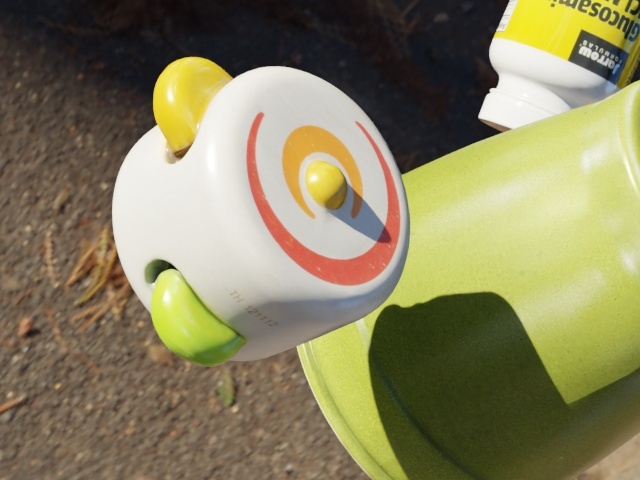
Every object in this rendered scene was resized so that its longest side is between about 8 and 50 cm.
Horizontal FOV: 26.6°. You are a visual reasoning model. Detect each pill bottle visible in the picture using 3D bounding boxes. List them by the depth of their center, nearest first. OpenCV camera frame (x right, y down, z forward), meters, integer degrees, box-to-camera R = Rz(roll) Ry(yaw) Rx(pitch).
[{"bbox_3d":[0.335,-0.284,1.759,0.188,0.188,0.334,21,94,-24],"label":"pill bottle"}]

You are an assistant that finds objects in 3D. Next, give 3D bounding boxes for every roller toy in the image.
[{"bbox_3d":[-0.037,-0.022,0.971,0.191,0.146,0.209,1,71,-45],"label":"roller toy"}]

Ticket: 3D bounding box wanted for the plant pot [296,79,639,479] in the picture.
[{"bbox_3d":[0.222,0.039,1.249,0.366,0.353,0.366,26,47,-32],"label":"plant pot"}]
